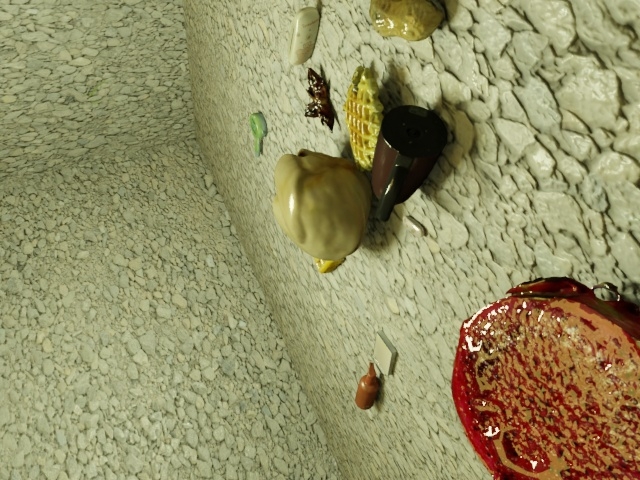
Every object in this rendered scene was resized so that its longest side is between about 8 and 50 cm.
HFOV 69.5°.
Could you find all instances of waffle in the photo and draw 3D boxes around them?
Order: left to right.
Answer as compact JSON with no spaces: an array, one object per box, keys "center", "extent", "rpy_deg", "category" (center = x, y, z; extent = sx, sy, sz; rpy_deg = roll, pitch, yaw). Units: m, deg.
[{"center":[0.000,0.000,1.842],"extent":[0.248,0.055,0.221],"rpy_deg":[67,159,11],"category":"waffle"},{"center":[0.112,-0.311,1.197],"extent":[0.261,0.056,0.250],"rpy_deg":[115,146,-68],"category":"waffle"}]

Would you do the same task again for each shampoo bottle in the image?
[{"center":[0.189,0.582,1.827],"extent":[0.085,0.085,0.244],"rpy_deg":[55,152,38],"category":"shampoo bottle"}]

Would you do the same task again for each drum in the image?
[{"center":[-0.287,-0.481,2.180],"extent":[0.130,0.049,0.253],"rpy_deg":[53,153,42],"category":"drum"}]

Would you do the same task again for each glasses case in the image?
[{"center":[-0.054,-0.619,1.407],"extent":[0.051,0.081,0.204],"rpy_deg":[63,160,18],"category":"glasses case"},{"center":[0.245,-0.037,1.220],"extent":[0.083,0.021,0.032],"rpy_deg":[49,153,46],"category":"glasses case"}]

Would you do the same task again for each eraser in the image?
[{"center":[0.228,0.404,1.648],"extent":[0.104,0.023,0.150],"rpy_deg":[54,154,41],"category":"eraser"}]

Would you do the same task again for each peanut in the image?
[{"center":[0.168,-0.467,0.961],"extent":[0.214,0.099,0.099],"rpy_deg":[43,146,42],"category":"peanut"}]

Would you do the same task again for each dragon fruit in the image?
[{"center":[0.413,0.248,0.726],"extent":[0.386,0.249,0.371],"rpy_deg":[48,134,41],"category":"dragon fruit"}]

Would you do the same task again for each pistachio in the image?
[{"center":[-0.007,-0.108,1.426],"extent":[0.365,0.281,0.445],"rpy_deg":[59,154,1],"category":"pistachio"}]

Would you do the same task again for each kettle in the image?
[{"center":[0.186,-0.159,1.063],"extent":[0.232,0.144,0.202],"rpy_deg":[97,-173,-62],"category":"kettle"}]

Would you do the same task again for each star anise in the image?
[{"center":[-0.011,-0.446,1.485],"extent":[0.157,0.053,0.212],"rpy_deg":[20,128,64],"category":"star anise"}]
